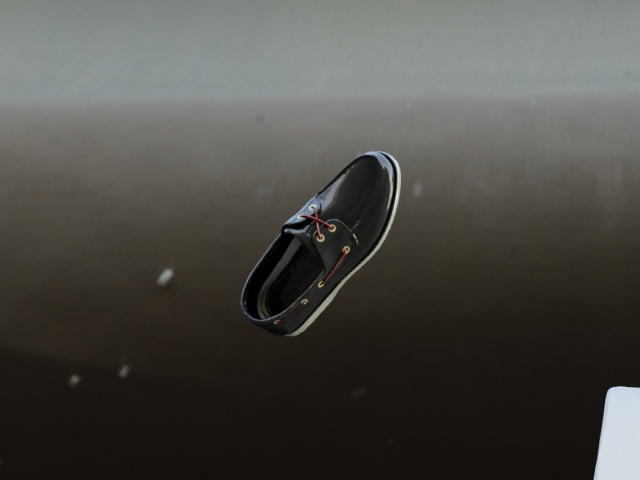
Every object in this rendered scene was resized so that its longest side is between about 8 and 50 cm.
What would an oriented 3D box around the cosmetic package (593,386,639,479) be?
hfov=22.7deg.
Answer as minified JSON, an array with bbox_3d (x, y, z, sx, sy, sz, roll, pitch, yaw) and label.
[{"bbox_3d":[0.369,0.301,1.227,0.230,0.161,0.453,-2,-41,24],"label":"cosmetic package"}]

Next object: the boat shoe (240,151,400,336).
[{"bbox_3d":[0.001,0.001,0.971,0.049,0.042,0.133,42,-79,30],"label":"boat shoe"}]
